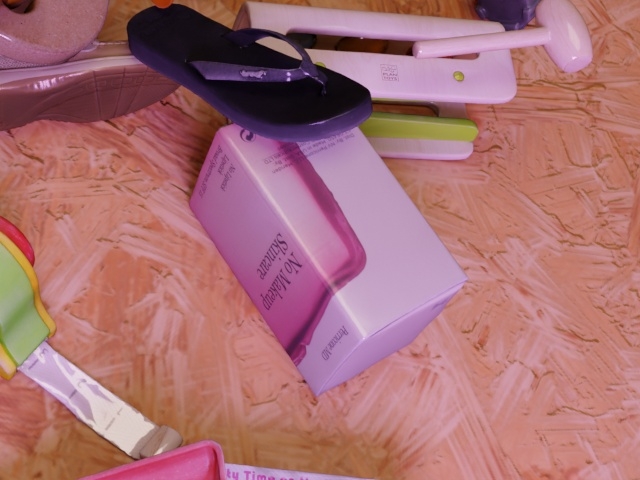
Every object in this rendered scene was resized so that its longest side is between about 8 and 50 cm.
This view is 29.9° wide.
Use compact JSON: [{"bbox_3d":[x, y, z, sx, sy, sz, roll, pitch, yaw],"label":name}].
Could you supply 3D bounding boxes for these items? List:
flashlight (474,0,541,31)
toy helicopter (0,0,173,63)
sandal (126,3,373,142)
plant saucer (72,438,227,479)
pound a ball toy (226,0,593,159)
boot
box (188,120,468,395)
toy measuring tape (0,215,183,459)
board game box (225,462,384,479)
[{"bbox_3d":[0.279,-0.375,1.428,0.103,0.103,0.304,38,57,3],"label":"flashlight"},{"bbox_3d":[-0.260,-0.325,1.087,0.235,0.140,0.355,4,70,-35],"label":"toy helicopter"},{"bbox_3d":[-0.072,-0.157,1.064,0.255,0.054,0.097,25,49,22],"label":"sandal"},{"bbox_3d":[-0.166,0.303,0.875,0.259,0.047,0.258,-19,59,11],"label":"plant saucer"},{"bbox_3d":[0.080,-0.191,1.200,0.319,0.208,0.135,0,63,-18],"label":"pound a ball toy"},{"bbox_3d":[-0.275,-0.213,1.163,0.262,0.095,0.203,-12,66,-21],"label":"boot"},{"bbox_3d":[0.000,0.000,1.106,0.127,0.148,0.232,-27,74,-28],"label":"box"},{"bbox_3d":[-0.248,0.069,1.006,0.330,0.121,0.121,37,58,3],"label":"toy measuring tape"},{"bbox_3d":[-0.024,0.339,0.948,0.224,0.097,0.303,10,61,-14],"label":"board game box"}]
